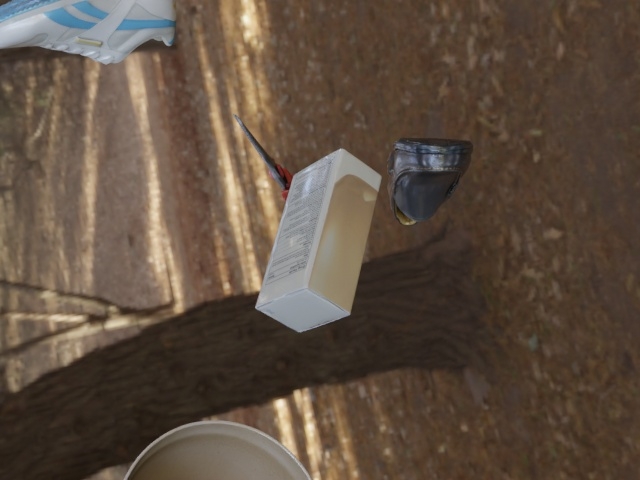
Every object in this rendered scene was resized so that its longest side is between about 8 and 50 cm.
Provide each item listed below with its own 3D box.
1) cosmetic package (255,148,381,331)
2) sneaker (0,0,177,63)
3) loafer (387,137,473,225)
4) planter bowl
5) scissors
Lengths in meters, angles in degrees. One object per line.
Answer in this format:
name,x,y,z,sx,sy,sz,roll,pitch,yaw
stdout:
cosmetic package,0.000,0.000,0.612,0.060,0.041,0.115,-23,43,48
sneaker,-0.267,-0.242,1.002,0.087,0.229,0.092,35,138,53
loafer,0.084,-0.045,0.694,0.170,0.062,0.061,45,-131,-87
planter bowl,-0.089,0.234,0.682,0.109,0.162,0.162,-53,46,49
scissors,-0.047,-0.075,0.995,0.297,0.021,0.109,57,-165,-51
